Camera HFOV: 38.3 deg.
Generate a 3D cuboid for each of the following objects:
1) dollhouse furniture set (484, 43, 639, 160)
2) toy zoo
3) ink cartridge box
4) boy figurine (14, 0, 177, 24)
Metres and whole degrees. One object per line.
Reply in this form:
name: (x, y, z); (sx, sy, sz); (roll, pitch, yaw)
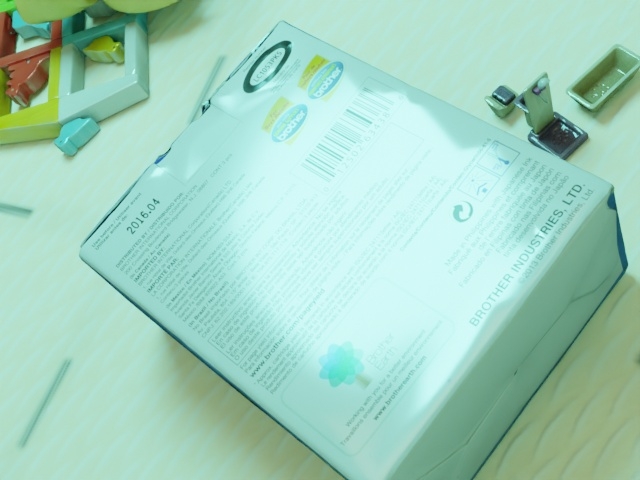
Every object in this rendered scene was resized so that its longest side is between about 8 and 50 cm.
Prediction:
dollhouse furniture set: (0.207, -0.147, 0.784); (0.114, 0.081, 0.091); (-42, 56, -4)
toy zoo: (-0.288, -0.222, 1.052); (0.192, 0.030, 0.293); (-14, 59, 13)
ink cartridge box: (0.000, 0.000, 0.745); (0.395, 0.151, 0.270); (34, 78, 31)
boy figurine: (-0.206, -0.325, 1.008); (0.285, 0.092, 0.177); (-24, 67, -9)
